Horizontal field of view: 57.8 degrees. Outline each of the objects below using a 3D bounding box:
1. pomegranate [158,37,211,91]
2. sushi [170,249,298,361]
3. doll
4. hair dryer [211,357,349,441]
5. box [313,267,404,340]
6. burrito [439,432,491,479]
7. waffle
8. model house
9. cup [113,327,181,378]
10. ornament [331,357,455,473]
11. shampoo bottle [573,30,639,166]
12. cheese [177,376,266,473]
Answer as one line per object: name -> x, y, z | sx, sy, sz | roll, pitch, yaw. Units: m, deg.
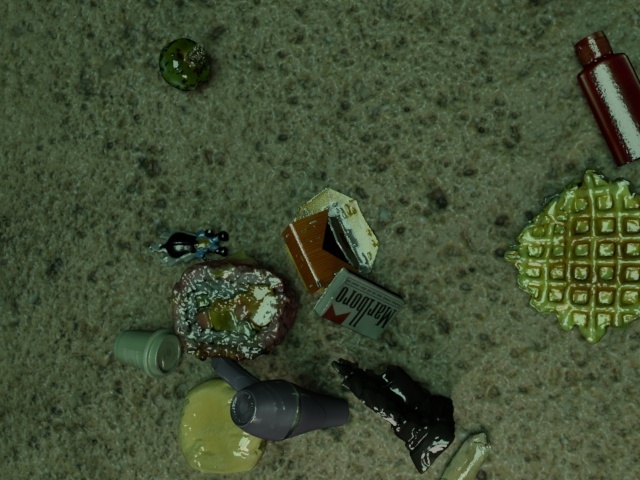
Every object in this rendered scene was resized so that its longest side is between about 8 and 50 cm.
pomegranate -> -0.305, -0.411, 1.337 | 0.161, 0.122, 0.122 | -10, 87, 55
sushi -> -0.184, 0.139, 1.295 | 0.270, 0.171, 0.237 | -1, 90, 13
doll -> -0.318, 0.013, 1.381 | 0.195, 0.070, 0.096 | -4, 74, 8
hair dryer -> -0.133, 0.310, 1.280 | 0.361, 0.301, 0.121 | 28, 94, 42
box -> 0.085, 0.138, 1.233 | 0.115, 0.177, 0.036 | -55, 35, 11
burrito -> 0.302, 0.488, 1.232 | 0.058, 0.045, 0.188 | 32, 96, 5
waffle -> 0.545, 0.031, 1.151 | 0.297, 0.073, 0.317 | 46, 108, 16
model house -> 0.000, 0.000, 1.260 | 0.207, 0.136, 0.219 | -26, 84, 15
cup -> -0.418, 0.265, 1.390 | 0.141, 0.120, 0.120 | 2, 91, 24
ornament -> 0.136, 0.319, 1.178 | 0.260, 0.251, 0.106 | 34, 99, 5
shampoo bottle -> 0.581, -0.282, 1.140 | 0.102, 0.064, 0.260 | -24, 85, 14
cheese -> -0.226, 0.424, 1.338 | 0.226, 0.117, 0.214 | 2, 85, 19
